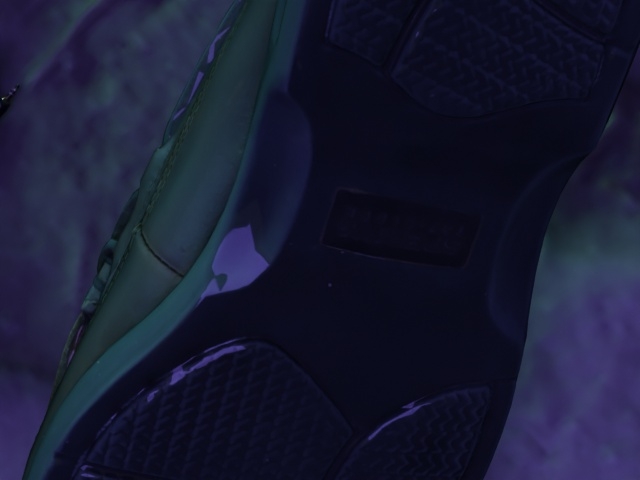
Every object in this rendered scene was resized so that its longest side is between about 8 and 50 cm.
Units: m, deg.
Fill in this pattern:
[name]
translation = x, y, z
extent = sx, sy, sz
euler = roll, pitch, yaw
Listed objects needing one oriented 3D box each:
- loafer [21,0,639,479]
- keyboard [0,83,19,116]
[loafer]
translation = 0.000, 0.000, 0.451
extent = 0.096, 0.084, 0.267
euler = 18, 115, -17
[keyboard]
translation = -0.129, -0.033, 0.489
extent = 0.100, 0.038, 0.192
euler = 25, 101, 8
